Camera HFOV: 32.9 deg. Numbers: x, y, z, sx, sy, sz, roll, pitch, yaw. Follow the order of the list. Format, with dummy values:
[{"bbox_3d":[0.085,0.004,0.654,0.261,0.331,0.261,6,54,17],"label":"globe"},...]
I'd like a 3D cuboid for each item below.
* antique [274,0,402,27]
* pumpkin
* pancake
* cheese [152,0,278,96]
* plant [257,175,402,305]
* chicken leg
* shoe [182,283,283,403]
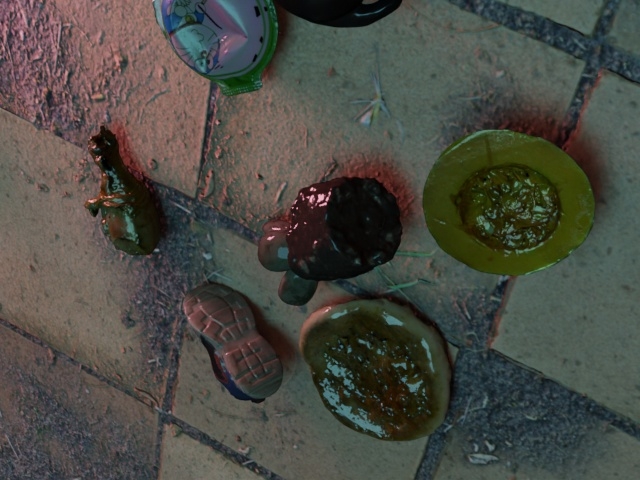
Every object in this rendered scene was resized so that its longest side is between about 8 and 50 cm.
[{"bbox_3d":[-0.007,-0.402,1.288,0.255,0.185,0.322,-22,109,38],"label":"antique"},{"bbox_3d":[0.247,-0.062,1.401,0.217,0.110,0.217,8,120,14],"label":"pumpkin"},{"bbox_3d":[0.088,0.204,1.699,0.282,0.049,0.282,17,129,23],"label":"pancake"},{"bbox_3d":[-0.161,-0.349,1.484,0.204,0.083,0.320,-6,115,35],"label":"cheese"},{"bbox_3d":[0.001,-0.002,1.566,0.274,0.149,0.146,-30,57,57],"label":"plant"},{"bbox_3d":[-0.332,-0.077,1.764,0.103,0.088,0.228,1,123,47],"label":"chicken leg"},{"bbox_3d":[-0.144,0.178,1.802,0.227,0.099,0.125,54,161,20],"label":"shoe"}]
